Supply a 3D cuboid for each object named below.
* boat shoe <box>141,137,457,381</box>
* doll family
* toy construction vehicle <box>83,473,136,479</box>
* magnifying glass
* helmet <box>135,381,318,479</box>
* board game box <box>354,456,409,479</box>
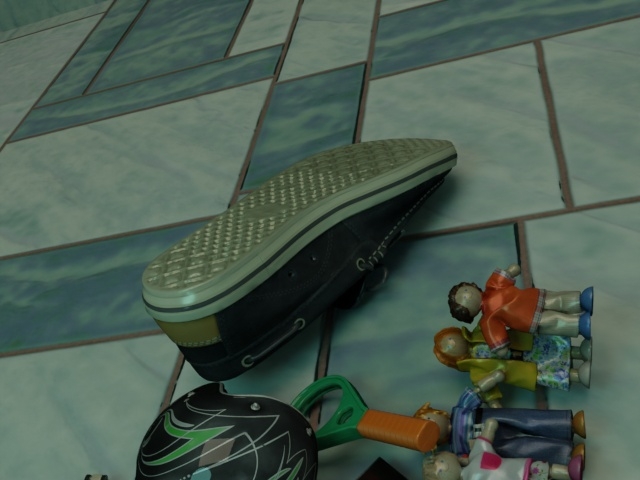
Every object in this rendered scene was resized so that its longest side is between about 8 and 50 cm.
[{"bbox_3d":[0.000,0.000,0.979,0.186,0.156,0.500,11,36,44],"label":"boat shoe"},{"bbox_3d":[0.172,0.157,0.741,0.163,0.118,0.263,3,61,22],"label":"doll family"},{"bbox_3d":[-0.218,0.287,0.834,0.085,0.035,0.098,-3,42,9],"label":"toy construction vehicle"},{"bbox_3d":[0.034,0.180,0.765,0.092,0.026,0.231,-51,20,-25],"label":"magnifying glass"},{"bbox_3d":[-0.088,0.224,0.731,0.169,0.169,0.161,-42,25,-24],"label":"helmet"},{"bbox_3d":[0.006,0.318,0.674,0.259,0.030,0.136,-38,41,-19],"label":"board game box"}]
